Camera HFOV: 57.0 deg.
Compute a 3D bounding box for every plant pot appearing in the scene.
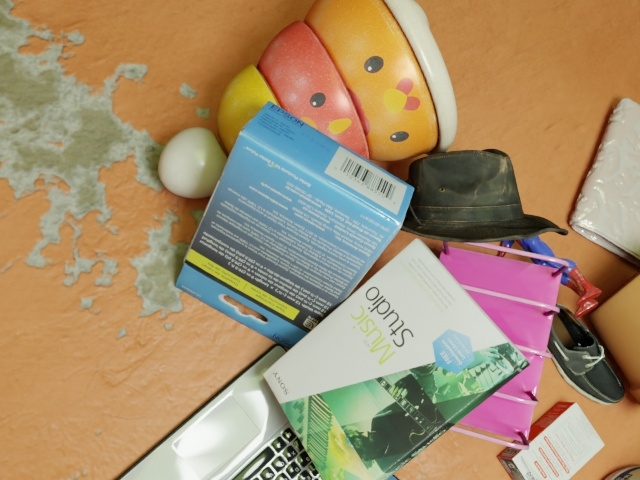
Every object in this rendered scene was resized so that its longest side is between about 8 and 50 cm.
[{"bbox_3d":[0.630,0.147,1.055,0.291,0.290,0.203,-33,69,-20],"label":"plant pot"}]

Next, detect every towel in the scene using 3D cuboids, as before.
[{"bbox_3d":[0.707,-0.094,1.243,0.317,0.053,0.331,30,71,-6],"label":"towel"}]

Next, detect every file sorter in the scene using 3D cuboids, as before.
[{"bbox_3d":[0.257,0.156,0.929,0.202,0.182,0.290,12,84,17],"label":"file sorter"}]

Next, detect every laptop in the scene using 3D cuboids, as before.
[{"bbox_3d":[-0.055,0.410,0.819,0.382,0.236,0.408,-39,87,-21],"label":"laptop"}]

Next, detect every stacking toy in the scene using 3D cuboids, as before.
[{"bbox_3d":[-0.047,-0.202,0.995,0.480,0.350,0.350,-30,84,-1],"label":"stacking toy"}]

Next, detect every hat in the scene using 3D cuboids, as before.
[{"bbox_3d":[0.238,-0.084,0.963,0.332,0.331,0.133,0,99,-14],"label":"hat"}]

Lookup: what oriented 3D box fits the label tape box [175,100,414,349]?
[{"bbox_3d":[-0.054,-0.001,0.914,0.249,0.347,0.115,30,42,-4],"label":"label tape box"}]

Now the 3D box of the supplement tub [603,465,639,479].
[{"bbox_3d":[0.614,0.489,0.919,0.236,0.325,0.235,4,74,-13],"label":"supplement tub"}]

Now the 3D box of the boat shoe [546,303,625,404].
[{"bbox_3d":[0.483,0.212,1.093,0.084,0.079,0.233,-39,89,-22],"label":"boat shoe"}]

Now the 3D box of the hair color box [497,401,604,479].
[{"bbox_3d":[0.408,0.372,1.043,0.167,0.053,0.093,-31,86,-21],"label":"hair color box"}]

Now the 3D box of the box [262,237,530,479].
[{"bbox_3d":[0.093,0.184,0.842,0.322,0.058,0.232,-43,57,9],"label":"box"}]

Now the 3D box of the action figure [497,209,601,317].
[{"bbox_3d":[0.363,0.030,1.086,0.139,0.091,0.280,-28,56,-1],"label":"action figure"}]
